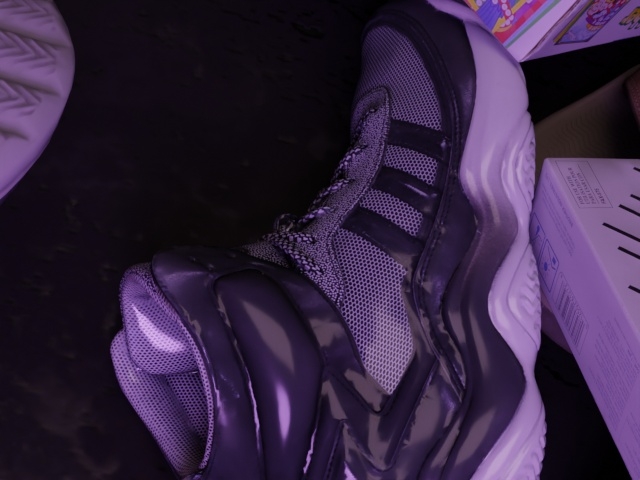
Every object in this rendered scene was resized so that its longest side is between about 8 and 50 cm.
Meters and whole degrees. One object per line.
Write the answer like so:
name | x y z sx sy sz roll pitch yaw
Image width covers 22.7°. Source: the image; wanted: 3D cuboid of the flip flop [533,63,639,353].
flip flop | 0.178 -0.046 0.726 0.277 0.080 0.112 -32 75 -31

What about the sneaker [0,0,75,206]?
sneaker | -0.157 -0.021 0.522 0.125 0.180 0.321 20 30 -9

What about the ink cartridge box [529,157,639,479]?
ink cartridge box | 0.150 0.048 0.567 0.097 0.046 0.207 0 39 -15

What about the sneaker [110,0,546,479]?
sneaker | 0.000 0.000 0.625 0.153 0.101 0.268 8 59 -15

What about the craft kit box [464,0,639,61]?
craft kit box | 0.084 -0.200 0.743 0.250 0.061 0.247 51 31 14
